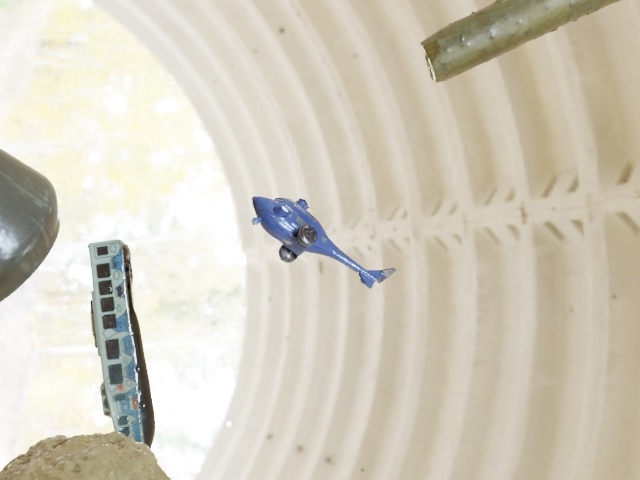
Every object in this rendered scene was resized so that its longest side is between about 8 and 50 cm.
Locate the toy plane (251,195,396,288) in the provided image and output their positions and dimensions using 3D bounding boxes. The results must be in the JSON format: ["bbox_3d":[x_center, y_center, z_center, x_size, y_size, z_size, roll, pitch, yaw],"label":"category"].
[{"bbox_3d":[0.000,0.000,1.012,0.054,0.167,0.062,-42,-163,52],"label":"toy plane"}]

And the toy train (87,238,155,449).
[{"bbox_3d":[-0.182,0.104,0.896,0.043,0.047,0.207,145,-63,-83],"label":"toy train"}]

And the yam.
[{"bbox_3d":[0.305,-0.309,1.270,0.083,0.371,0.083,156,-90,-88],"label":"yam"}]

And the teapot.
[{"bbox_3d":[-0.542,-0.063,1.280,0.253,0.344,0.300,-20,-143,28],"label":"teapot"}]

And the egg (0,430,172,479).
[{"bbox_3d":[-0.111,0.148,0.456,0.116,0.118,0.140,-63,-155,-7],"label":"egg"}]
